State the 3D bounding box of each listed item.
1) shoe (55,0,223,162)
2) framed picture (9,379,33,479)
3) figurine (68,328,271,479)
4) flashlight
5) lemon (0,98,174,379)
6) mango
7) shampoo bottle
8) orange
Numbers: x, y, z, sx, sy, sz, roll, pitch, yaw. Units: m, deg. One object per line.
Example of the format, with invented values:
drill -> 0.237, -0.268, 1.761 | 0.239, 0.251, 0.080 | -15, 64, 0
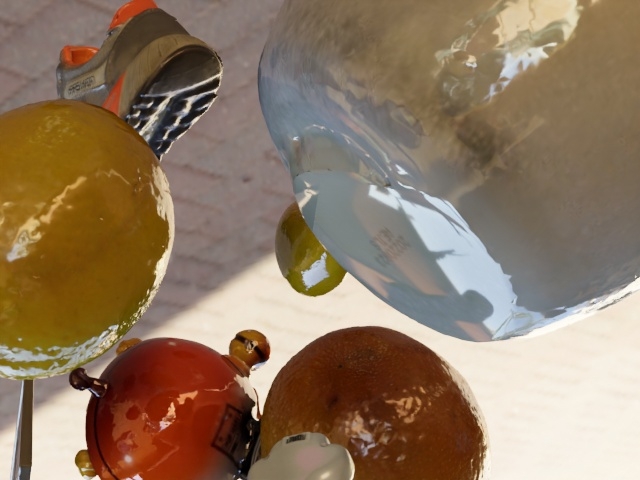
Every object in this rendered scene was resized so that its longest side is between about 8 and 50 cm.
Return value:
shoe -> -0.252, -0.137, 1.459 | 0.132, 0.171, 0.336 | -3, 141, -48
framed picture -> -0.383, 0.299, 1.668 | 0.018, 0.192, 0.265 | 5, 129, -14
figurine -> -0.150, 0.239, 1.627 | 0.323, 0.320, 0.196 | 15, 154, 5
flashlight -> -0.020, 0.238, 1.059 | 0.093, 0.200, 0.047 | -15, 124, 15
lemon -> -0.254, -0.003, 1.210 | 0.263, 0.236, 0.236 | -52, 158, -7
mango -> 0.000, 0.000, 1.298 | 0.076, 0.103, 0.161 | 4, 164, -15
shampoo bottle -> 0.131, -0.107, 0.860 | 0.317, 0.322, 0.322 | -40, 162, -15
orange -> 0.064, 0.224, 1.446 | 0.264, 0.264, 0.264 | -17, 157, -7
